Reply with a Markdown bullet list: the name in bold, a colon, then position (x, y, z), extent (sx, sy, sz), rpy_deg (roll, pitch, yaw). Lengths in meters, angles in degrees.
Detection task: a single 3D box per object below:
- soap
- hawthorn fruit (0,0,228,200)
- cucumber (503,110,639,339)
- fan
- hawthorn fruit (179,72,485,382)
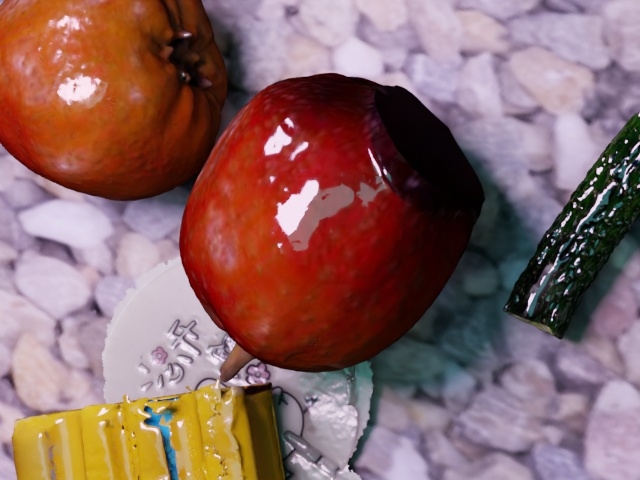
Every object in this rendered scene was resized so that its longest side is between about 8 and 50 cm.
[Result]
- **soap**: position (-0.116, 0.275, 1.136), extent (0.204, 0.096, 0.324), rpy_deg (-9, 86, 18)
- **hawthorn fruit**: position (-0.186, -0.118, 1.138), extent (0.225, 0.196, 0.196), rpy_deg (-7, 86, 30)
- **cucumber**: position (0.204, -0.012, 1.093), extent (0.058, 0.058, 0.187), rpy_deg (36, 98, 13)
- **fan**: position (-0.005, 0.168, 1.159), extent (0.414, 0.012, 0.233), rpy_deg (38, 101, 15)
- **hawthorn fruit**: position (0.000, 0.000, 1.065), extent (0.215, 0.215, 0.250), rpy_deg (28, 97, 14)
